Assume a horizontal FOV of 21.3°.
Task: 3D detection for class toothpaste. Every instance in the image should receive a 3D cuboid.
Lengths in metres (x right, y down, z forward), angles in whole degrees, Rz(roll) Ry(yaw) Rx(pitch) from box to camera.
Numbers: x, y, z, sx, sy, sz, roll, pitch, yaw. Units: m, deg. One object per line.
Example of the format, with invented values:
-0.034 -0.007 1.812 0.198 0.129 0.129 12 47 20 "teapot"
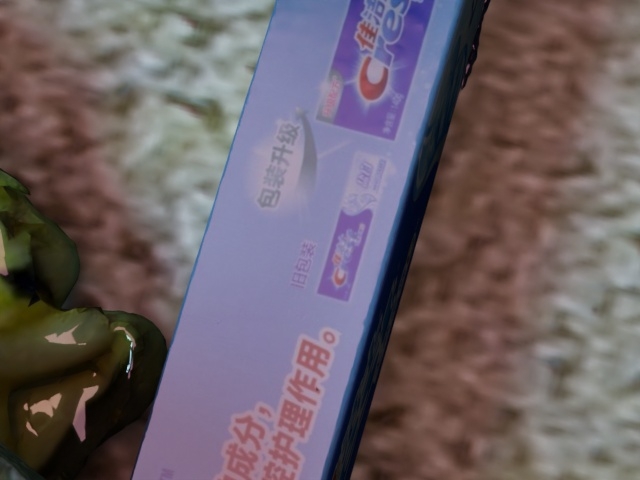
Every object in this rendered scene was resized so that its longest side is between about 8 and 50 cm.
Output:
0.000 0.000 0.453 0.053 0.066 0.272 16 81 5 "toothpaste"

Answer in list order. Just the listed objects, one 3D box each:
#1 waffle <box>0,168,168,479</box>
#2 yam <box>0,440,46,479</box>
-0.219 0.041 0.437 0.317 0.073 0.297 44 84 -4 "waffle"
-0.115 0.114 0.366 0.107 0.107 0.194 22 82 7 "yam"
